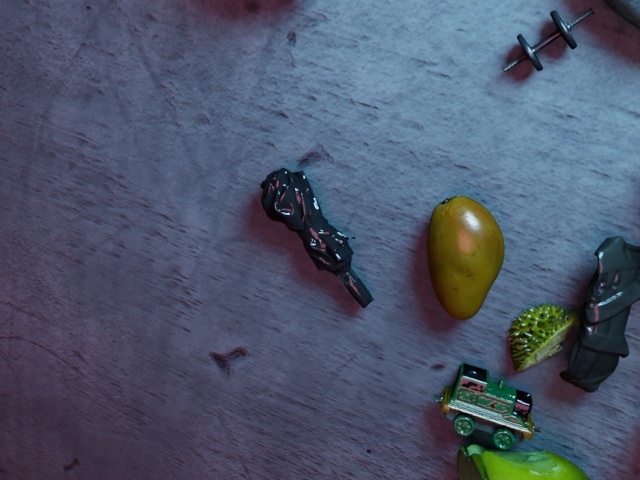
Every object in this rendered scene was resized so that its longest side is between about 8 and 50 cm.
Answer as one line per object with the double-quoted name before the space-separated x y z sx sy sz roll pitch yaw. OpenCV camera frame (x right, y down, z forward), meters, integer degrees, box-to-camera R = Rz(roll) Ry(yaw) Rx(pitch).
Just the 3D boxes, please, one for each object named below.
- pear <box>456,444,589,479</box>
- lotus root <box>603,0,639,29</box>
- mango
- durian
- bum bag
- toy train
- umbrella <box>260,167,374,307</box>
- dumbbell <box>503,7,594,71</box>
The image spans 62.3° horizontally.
"pear" 0.424 0.506 1.069 0.292 0.292 0.160 -2 79 22
"lotus root" 0.494 -0.356 0.720 0.322 0.140 0.158 42 120 -3
"mango" 0.270 0.039 0.988 0.138 0.113 0.254 2 115 21
"durian" 0.430 0.181 1.026 0.100 0.086 0.215 14 126 -23
"bum bag" 0.511 0.139 0.936 0.142 0.079 0.327 -12 119 -22
"toy train" 0.349 0.341 1.103 0.227 0.091 0.137 13 106 16
"umbrella" 0.000 0.000 1.086 0.118 0.118 0.340 -30 103 29
"dumbbell" 0.355 -0.312 0.831 0.147 0.069 0.069 -32 98 28
